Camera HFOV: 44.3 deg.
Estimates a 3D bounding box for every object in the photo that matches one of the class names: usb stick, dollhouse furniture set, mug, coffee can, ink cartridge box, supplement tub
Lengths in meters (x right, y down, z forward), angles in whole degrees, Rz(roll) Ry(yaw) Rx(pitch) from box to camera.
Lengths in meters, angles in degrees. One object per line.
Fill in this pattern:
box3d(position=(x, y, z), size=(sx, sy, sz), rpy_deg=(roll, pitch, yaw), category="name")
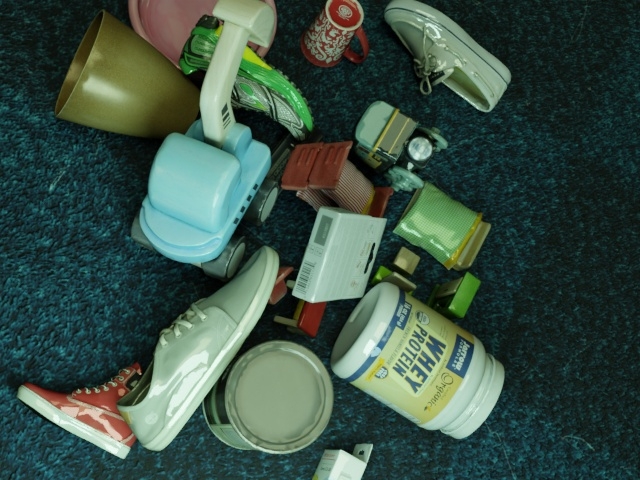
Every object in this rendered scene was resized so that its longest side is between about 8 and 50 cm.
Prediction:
box3d(position=(-0.091, -0.164, 1.778), size=(0.077, 0.045, 0.278), rpy_deg=(40, 69, -11), category="usb stick")
box3d(position=(0.000, 0.000, 1.662), size=(0.201, 0.152, 0.374), rpy_deg=(39, 62, -46), category="dollhouse furniture set")
box3d(position=(0.047, -0.490, 1.832), size=(0.150, 0.169, 0.113), rpy_deg=(2, 76, -17), category="mug")
box3d(position=(-0.111, 0.309, 1.534), size=(0.202, 0.275, 0.201), rpy_deg=(4, 76, -17), category="coffee can")
box3d(position=(0.028, 0.497, 1.619), size=(0.067, 0.115, 0.198), rpy_deg=(30, 69, -8), category="ink cartridge box")
box3d(position=(0.276, 0.008, 1.793), size=(0.198, 0.151, 0.301), rpy_deg=(33, 70, -7), category="dollhouse furniture set")
box3d(position=(0.205, 0.258, 1.671), size=(0.316, 0.228, 0.228), rpy_deg=(32, 70, -8), category="supplement tub")
box3d(position=(0.043, 0.030, 1.621), size=(0.066, 0.232, 0.189), rpy_deg=(21, 98, 23), category="ink cartridge box")

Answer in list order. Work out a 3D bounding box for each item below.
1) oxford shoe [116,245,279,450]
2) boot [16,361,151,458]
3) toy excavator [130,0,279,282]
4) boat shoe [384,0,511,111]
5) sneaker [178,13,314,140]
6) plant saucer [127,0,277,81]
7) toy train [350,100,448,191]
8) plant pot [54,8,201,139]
box3d(position=(-0.233, 0.188, 1.508), size=(0.130, 0.169, 0.449), rpy_deg=(37, 82, -13), category="oxford shoe")
box3d(position=(-0.448, 0.294, 1.538), size=(0.244, 0.088, 0.176), rpy_deg=(32, 69, -16), category="boot")
box3d(position=(-0.201, -0.187, 1.513), size=(0.222, 0.445, 0.433), rpy_deg=(24, 69, 9), category="toy excavator")
box3d(position=(0.290, -0.431, 1.925), size=(0.367, 0.136, 0.156), rpy_deg=(33, 73, -18), category="boat shoe")
box3d(position=(-0.157, -0.324, 1.703), size=(0.343, 0.134, 0.146), rpy_deg=(37, 90, -21), category="sneaker")
box3d(position=(-0.268, -0.506, 1.785), size=(0.332, 0.084, 0.332), rpy_deg=(4, 76, -17), category="plant saucer")
box3d(position=(0.158, -0.205, 1.722), size=(0.190, 0.334, 0.142), rpy_deg=(31, 90, -2), category="toy train")
box3d(position=(-0.387, -0.312, 1.643), size=(0.254, 0.237, 0.237), rpy_deg=(24, 70, -26), category="plant pot")
